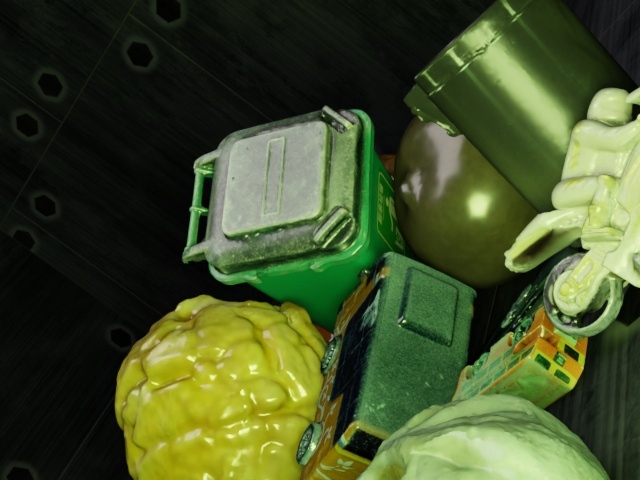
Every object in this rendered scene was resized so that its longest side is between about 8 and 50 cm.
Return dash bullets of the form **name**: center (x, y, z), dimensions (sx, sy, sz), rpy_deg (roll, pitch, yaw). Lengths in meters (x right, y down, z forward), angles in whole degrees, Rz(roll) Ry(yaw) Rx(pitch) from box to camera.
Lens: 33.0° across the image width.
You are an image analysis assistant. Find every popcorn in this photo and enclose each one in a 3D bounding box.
- **popcorn**: center (-0.113, 0.279, 1.595), dimensions (0.344, 0.390, 0.354), rpy_deg (-32, 35, 40)

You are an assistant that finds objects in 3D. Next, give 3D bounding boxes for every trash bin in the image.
- **trash bin**: center (0.000, 0.000, 1.682), dimensions (0.295, 0.381, 0.259), rpy_deg (-11, 57, 25)
- **trash bin**: center (0.286, -0.156, 1.340), dimensions (0.252, 0.301, 0.203), rpy_deg (-42, 3, 26)

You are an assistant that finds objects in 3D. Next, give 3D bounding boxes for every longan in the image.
- **longan**: center (0.235, -0.076, 1.564), dimensions (0.297, 0.297, 0.297), rpy_deg (-52, 7, 9)

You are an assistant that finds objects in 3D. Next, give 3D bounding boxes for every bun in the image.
- **bun**: center (0.099, 0.286, 0.960), dimensions (0.354, 0.194, 0.354), rpy_deg (-51, 5, 6)

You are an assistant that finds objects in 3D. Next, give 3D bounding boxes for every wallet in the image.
- **wallet**: center (0.264, 0.104, 1.390), dimensions (0.236, 0.055, 0.160), rpy_deg (-52, 0, 21)

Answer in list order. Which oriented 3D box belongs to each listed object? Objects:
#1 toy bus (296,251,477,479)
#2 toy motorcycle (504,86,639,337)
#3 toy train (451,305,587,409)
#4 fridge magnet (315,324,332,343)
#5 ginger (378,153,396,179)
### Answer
- **toy bus**: center (0.092, 0.188, 1.417), dimensions (0.194, 0.162, 0.323), rpy_deg (-56, 14, 45)
- **toy motorcycle**: center (0.336, -0.061, 1.163), dimensions (0.340, 0.108, 0.223), rpy_deg (-50, 50, 24)
- **toy train**: center (0.228, 0.160, 1.262), dimensions (0.188, 0.072, 0.099), rpy_deg (-47, 15, 39)
- **fridge magnet**: center (0.109, 0.108, 1.988), dimensions (0.363, 0.155, 0.363), rpy_deg (-52, 6, 8)
- **ginger**: center (0.170, -0.052, 2.231), dimensions (0.200, 0.269, 0.223), rpy_deg (-30, 39, -1)
